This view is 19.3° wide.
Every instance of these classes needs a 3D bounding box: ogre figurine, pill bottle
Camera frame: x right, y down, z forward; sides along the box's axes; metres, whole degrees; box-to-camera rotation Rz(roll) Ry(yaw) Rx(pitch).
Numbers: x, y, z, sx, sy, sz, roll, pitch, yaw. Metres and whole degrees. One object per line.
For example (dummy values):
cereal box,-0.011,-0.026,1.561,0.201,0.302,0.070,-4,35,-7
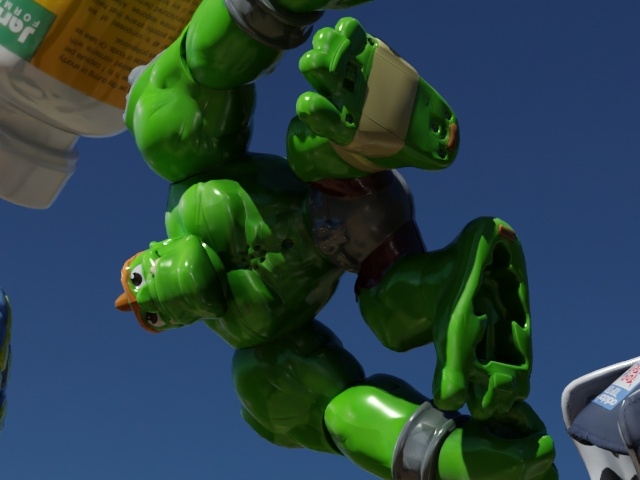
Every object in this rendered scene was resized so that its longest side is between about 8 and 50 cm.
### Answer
ogre figurine,0.000,0.000,0.602,0.118,0.097,0.197,-14,-61,46
pill bottle,-0.117,-0.125,0.922,0.118,0.208,0.117,32,10,-6

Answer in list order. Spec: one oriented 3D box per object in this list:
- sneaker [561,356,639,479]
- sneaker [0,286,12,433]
sneaker,0.192,0.022,0.827,0.153,0.282,0.099,4,-2,-9
sneaker,-0.134,0.087,0.467,0.078,0.188,0.067,13,-27,3
